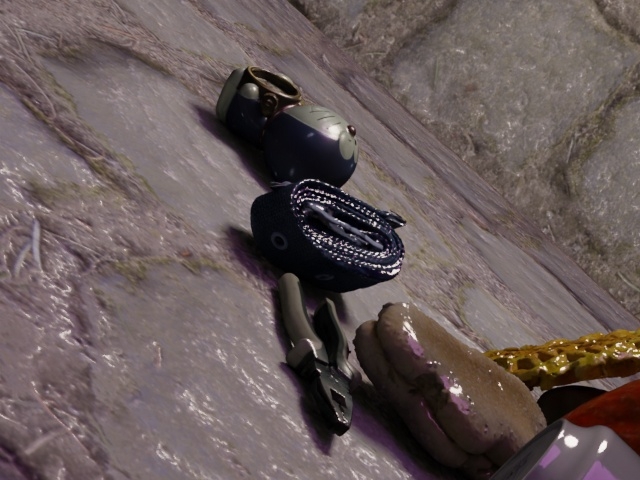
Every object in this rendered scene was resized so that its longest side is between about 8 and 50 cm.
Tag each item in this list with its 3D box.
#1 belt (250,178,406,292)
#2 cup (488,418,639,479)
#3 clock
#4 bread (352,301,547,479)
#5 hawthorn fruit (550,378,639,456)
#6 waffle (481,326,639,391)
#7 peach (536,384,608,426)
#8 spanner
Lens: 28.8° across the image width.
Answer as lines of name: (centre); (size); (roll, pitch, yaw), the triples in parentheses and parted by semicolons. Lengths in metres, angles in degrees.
belt: (0.000, 0.000, 1.682); (0.218, 0.128, 0.122); (27, 58, -38)
cup: (0.278, 0.358, 1.204); (0.327, 0.237, 0.323); (43, -14, 7)
clock: (-0.043, -0.170, 1.990); (0.243, 0.146, 0.199); (45, 20, 28)
bread: (0.178, 0.209, 1.530); (0.337, 0.102, 0.183); (36, 20, -38)
hawthorn fruit: (0.366, 0.274, 1.388); (0.262, 0.258, 0.258); (-3, 22, -2)
waffle: (0.354, 0.176, 1.805); (0.325, 0.302, 0.068); (75, 6, -86)
peach: (0.378, 0.291, 1.791); (0.152, 0.152, 0.152); (38, 15, -12)
spanner: (0.001, 0.133, 1.448); (0.095, 0.040, 0.325); (35, 15, -20)
